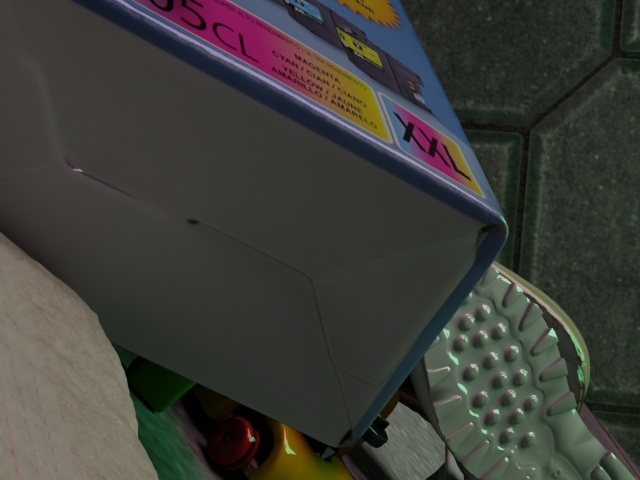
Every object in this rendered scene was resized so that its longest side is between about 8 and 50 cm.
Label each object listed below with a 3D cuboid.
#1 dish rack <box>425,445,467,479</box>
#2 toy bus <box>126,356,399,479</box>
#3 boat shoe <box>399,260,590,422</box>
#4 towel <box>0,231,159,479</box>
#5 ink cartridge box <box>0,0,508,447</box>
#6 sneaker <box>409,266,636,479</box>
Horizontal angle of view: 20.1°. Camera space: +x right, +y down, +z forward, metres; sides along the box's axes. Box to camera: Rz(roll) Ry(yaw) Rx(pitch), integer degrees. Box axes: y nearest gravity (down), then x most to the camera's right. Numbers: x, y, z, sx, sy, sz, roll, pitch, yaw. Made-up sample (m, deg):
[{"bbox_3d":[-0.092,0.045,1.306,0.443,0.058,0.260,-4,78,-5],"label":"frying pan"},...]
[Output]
[{"bbox_3d":[0.158,0.260,1.118,0.285,0.072,0.333,44,7,-2],"label":"dish rack"},{"bbox_3d":[-0.010,0.075,0.986,0.202,0.104,0.191,49,7,3],"label":"toy bus"},{"bbox_3d":[0.031,0.022,1.209,0.355,0.132,0.130,29,11,-3],"label":"boat shoe"},{"bbox_3d":[-0.126,0.059,0.617,0.187,0.049,0.282,43,11,-33],"label":"towel"},{"bbox_3d":[-0.089,-0.108,0.927,0.270,0.151,0.395,28,20,-25],"label":"ink cartridge box"},{"bbox_3d":[0.096,0.098,1.040,0.095,0.090,0.235,29,-26,55],"label":"sneaker"}]
